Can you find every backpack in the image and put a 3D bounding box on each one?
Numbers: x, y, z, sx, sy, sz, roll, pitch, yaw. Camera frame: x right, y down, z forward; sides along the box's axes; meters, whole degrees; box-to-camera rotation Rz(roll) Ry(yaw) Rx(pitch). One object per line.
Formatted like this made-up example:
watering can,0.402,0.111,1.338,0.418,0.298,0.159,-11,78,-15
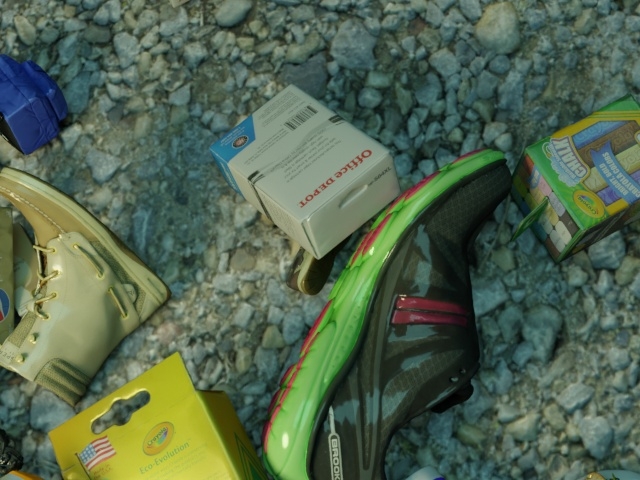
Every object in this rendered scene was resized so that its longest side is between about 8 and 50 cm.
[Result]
backpack,-0.407,-0.190,1.340,0.101,0.098,0.120,-38,62,-23

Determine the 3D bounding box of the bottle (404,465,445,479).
bottle,0.188,0.382,1.123,0.118,0.092,0.283,-35,59,-7

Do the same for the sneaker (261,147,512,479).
sneaker,0.110,0.103,1.223,0.202,0.185,0.482,32,78,-5

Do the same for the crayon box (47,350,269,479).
crayon box,-0.156,0.311,1.137,0.202,0.081,0.318,-31,73,11

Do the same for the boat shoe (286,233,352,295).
boat shoe,0.000,0.000,1.301,0.049,0.056,0.152,10,58,37

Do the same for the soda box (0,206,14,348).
soda box,-0.419,0.048,1.229,0.058,0.061,0.181,1,91,33

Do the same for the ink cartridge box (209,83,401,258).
ink cartridge box,-0.020,-0.091,1.278,0.148,0.086,0.203,-39,52,-14

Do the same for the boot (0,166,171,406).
boot,-0.331,0.058,1.199,0.203,0.095,0.262,-52,123,-14

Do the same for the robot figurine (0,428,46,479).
robot figurine,-0.371,0.330,1.121,0.291,0.085,0.211,22,87,21

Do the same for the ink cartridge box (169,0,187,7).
ink cartridge box,-0.184,-0.393,1.403,0.089,0.122,0.052,-29,77,-11

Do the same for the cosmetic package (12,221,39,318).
cosmetic package,-0.382,0.041,1.283,0.060,0.041,0.115,-33,74,-12

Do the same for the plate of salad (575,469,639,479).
plate of salad,0.370,0.345,1.156,0.200,0.048,0.199,5,43,-5

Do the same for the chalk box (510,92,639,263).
chalk box,0.332,-0.067,1.292,0.213,0.132,0.132,-26,73,-12
